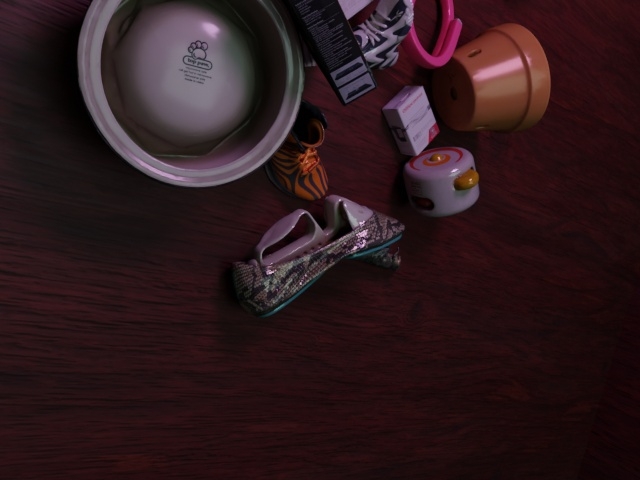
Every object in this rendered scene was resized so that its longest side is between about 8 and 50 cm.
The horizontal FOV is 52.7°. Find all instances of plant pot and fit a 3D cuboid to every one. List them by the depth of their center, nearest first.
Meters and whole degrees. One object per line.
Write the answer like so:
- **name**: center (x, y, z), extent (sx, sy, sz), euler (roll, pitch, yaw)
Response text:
- **plant pot**: center (0.435, -0.412, 1.729), extent (0.203, 0.291, 0.291), euler (-18, 115, -18)

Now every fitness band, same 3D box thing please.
- **fitness band**: center (0.273, -0.560, 1.621), extent (0.209, 0.054, 0.291), euler (45, 54, -36)

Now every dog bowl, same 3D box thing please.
- **dog bowl**: center (-0.240, -0.306, 1.182), extent (0.407, 0.150, 0.408), euler (-7, 105, -26)

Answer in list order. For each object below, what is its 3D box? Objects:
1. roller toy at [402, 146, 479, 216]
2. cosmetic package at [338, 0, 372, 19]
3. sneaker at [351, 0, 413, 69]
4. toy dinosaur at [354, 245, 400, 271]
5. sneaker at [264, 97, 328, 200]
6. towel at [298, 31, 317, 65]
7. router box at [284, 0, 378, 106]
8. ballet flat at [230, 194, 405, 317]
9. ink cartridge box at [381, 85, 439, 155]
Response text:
- **roller toy**: center (0.322, -0.164, 1.734), extent (0.209, 0.191, 0.146), euler (-83, 158, -61)
- **cosmetic package**: center (0.079, -0.586, 1.477), extent (0.239, 0.060, 0.099), euler (-45, 125, -32)
- **sneaker**: center (0.117, -0.481, 1.492), extent (0.153, 0.094, 0.235), euler (-25, 161, -23)
- **toy dinosaur**: center (0.147, 0.018, 1.727), extent (0.268, 0.064, 0.118), euler (11, 102, -39)
- **sneaker**: center (-0.045, -0.193, 1.411), extent (0.125, 0.180, 0.321), euler (-53, 130, -17)
- **towel**: center (-0.077, -0.450, 1.413), extent (0.197, 0.029, 0.144), euler (-16, 112, -37)
- **router box**: center (-0.005, -0.429, 1.268), extent (0.081, 0.309, 0.243), euler (-29, 123, 6)
- **ballet flat**: center (0.000, 0.000, 1.525), extent (0.482, 0.164, 0.182), euler (-28, 110, -26)
- **ink cartridge box**: center (0.240, -0.317, 1.707), extent (0.109, 0.063, 0.150), euler (-46, 127, -22)
